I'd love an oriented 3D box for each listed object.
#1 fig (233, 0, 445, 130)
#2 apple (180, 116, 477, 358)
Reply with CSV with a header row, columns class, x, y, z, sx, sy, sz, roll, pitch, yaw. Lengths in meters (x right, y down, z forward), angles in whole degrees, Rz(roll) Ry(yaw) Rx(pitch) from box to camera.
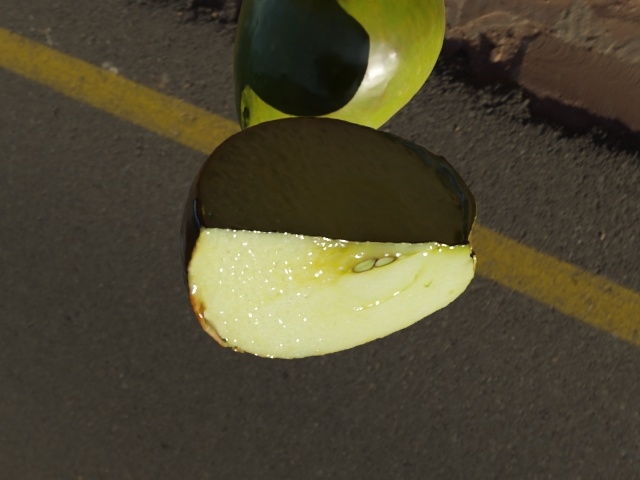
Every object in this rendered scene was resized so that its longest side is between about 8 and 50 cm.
class,x,y,z,sx,sy,sz,roll,pitch,yaw
fig,0.011,-0.237,1.174,0.258,0.258,0.326,35,116,12
apple,0.000,0.000,0.928,0.179,0.346,0.253,1,90,56
